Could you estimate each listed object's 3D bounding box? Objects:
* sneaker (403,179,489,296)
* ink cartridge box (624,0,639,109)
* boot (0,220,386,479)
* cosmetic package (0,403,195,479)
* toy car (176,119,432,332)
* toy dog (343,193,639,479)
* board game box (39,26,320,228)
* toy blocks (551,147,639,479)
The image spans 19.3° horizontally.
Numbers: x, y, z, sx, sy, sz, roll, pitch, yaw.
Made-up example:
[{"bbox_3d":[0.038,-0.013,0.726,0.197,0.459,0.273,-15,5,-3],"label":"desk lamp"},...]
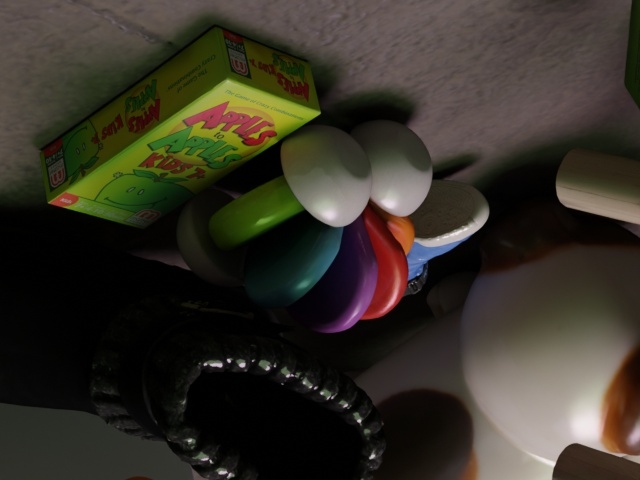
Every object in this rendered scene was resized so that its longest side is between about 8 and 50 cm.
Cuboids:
[{"bbox_3d":[0.077,0.001,1.510,0.152,0.058,0.084,-20,148,24],"label":"sneaker"},{"bbox_3d":[0.330,-0.165,1.172,0.255,0.097,0.189,-9,130,-8],"label":"ink cartridge box"},{"bbox_3d":[-0.146,0.088,1.327,0.348,0.260,0.131,6,105,-20],"label":"boot"},{"bbox_3d":[-0.290,0.178,1.444,0.377,0.284,0.097,-3,153,-21],"label":"cosmetic package"},{"bbox_3d":[0.000,0.000,1.358,0.159,0.136,0.182,-30,168,33],"label":"toy car"},{"bbox_3d":[0.135,0.135,1.590,0.395,0.284,0.408,5,140,-49],"label":"toy dog"},{"bbox_3d":[-0.098,-0.073,1.295,0.181,0.043,0.092,-31,149,33],"label":"board game box"},{"bbox_3d":[0.349,0.052,1.297,0.260,0.289,0.309,15,-155,41],"label":"toy blocks"}]
